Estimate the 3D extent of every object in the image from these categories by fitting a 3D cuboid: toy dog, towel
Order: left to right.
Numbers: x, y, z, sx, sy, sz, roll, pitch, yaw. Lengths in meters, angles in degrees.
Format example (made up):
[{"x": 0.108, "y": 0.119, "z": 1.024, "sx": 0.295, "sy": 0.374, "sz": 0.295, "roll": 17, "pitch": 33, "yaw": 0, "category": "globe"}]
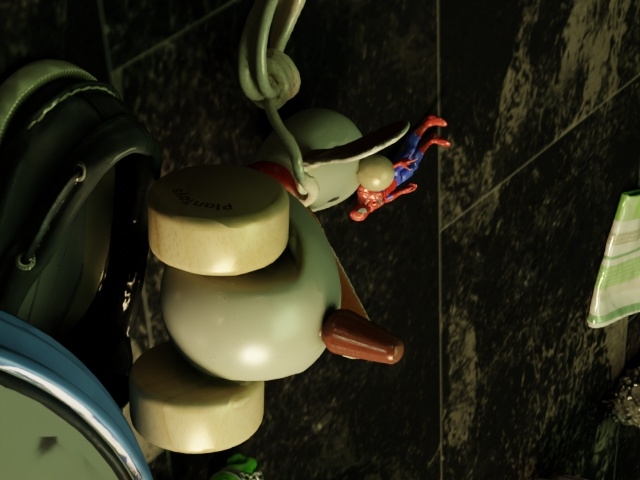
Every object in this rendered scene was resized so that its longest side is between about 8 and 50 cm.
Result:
[{"x": 0.000, "y": 0.000, "z": 1.056, "sx": 0.220, "sy": 0.161, "sz": 0.334, "roll": 91, "pitch": 17, "yaw": -47, "category": "toy dog"}, {"x": 0.332, "y": 0.014, "z": 1.757, "sx": 0.113, "sy": 0.023, "sz": 0.152, "roll": -16, "pitch": 125, "yaw": -50, "category": "towel"}]

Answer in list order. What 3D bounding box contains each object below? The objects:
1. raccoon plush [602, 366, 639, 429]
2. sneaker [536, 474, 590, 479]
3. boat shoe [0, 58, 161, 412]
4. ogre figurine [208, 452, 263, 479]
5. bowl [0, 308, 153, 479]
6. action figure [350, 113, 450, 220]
[{"x": 0.455, "y": 0.043, "z": 1.878, "sx": 0.299, "sy": 0.216, "sz": 0.446, "roll": -14, "pitch": 95, "yaw": -33, "category": "raccoon plush"}, {"x": 0.288, "y": 0.355, "z": 1.815, "sx": 0.152, "sy": 0.114, "sz": 0.305, "roll": -67, "pitch": 154, "yaw": -21, "category": "sneaker"}, {"x": -0.164, "y": 0.067, "z": 1.023, "sx": 0.127, "sy": 0.113, "sz": 0.340, "roll": -3, "pitch": 115, "yaw": -54, "category": "boat shoe"}, {"x": -0.106, "y": 0.262, "z": 1.267, "sx": 0.197, "sy": 0.097, "sz": 0.118, "roll": -49, "pitch": 166, "yaw": 6, "category": "ogre figurine"}, {"x": -0.256, "y": 0.216, "z": 0.900, "sx": 0.391, "sy": 0.077, "sz": 0.391, "roll": -9, "pitch": 108, "yaw": -29, "category": "bowl"}, {"x": 0.062, "y": -0.054, "z": 1.333, "sx": 0.115, "sy": 0.030, "sz": 0.038, "roll": -43, "pitch": 147, "yaw": -25, "category": "action figure"}]
